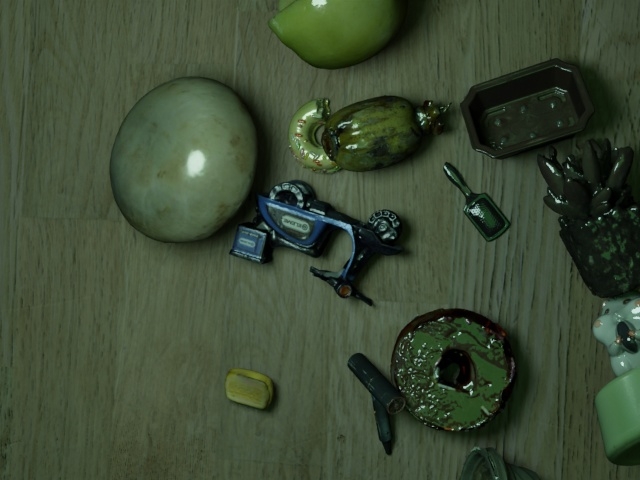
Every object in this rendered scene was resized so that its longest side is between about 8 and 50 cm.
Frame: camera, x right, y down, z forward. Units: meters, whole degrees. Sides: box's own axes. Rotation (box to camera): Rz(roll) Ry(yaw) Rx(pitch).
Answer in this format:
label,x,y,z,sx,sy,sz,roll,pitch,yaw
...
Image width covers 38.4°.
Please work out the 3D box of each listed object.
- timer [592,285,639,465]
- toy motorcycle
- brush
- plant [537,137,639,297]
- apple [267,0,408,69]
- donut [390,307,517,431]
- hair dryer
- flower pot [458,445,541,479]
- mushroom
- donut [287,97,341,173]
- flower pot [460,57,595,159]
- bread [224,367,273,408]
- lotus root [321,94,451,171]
label,x,y,z,sx,sy,sz,roll,pitch,yaw
timer,0.642,0.240,1.788,0.290,0.291,0.315,-21,62,10
toy motorcycle,0.000,0.000,1.965,0.358,0.125,0.213,18,100,12
brush,0.321,-0.087,1.952,0.063,0.016,0.193,-39,83,7
plant,0.559,-0.055,1.835,0.181,0.194,0.321,-18,90,-3
apple,0.046,-0.480,1.895,0.257,0.295,0.233,-38,120,25
donut,0.275,0.266,1.912,0.269,0.103,0.270,0,91,10
hair dryer,0.120,0.358,1.958,0.050,0.173,0.195,-17,125,-20
flower pot,0.371,0.535,1.850,0.140,0.235,0.236,6,90,-13
mushroom,-0.271,-0.163,1.963,0.362,0.294,0.363,-12,70,36
donut,-0.022,-0.222,1.995,0.108,0.065,0.166,-13,86,11
flower pot,0.424,-0.254,1.887,0.250,0.084,0.179,-17,65,11
bread,-0.152,0.319,2.014,0.115,0.056,0.082,9,109,23
lotus root,0.139,-0.231,1.927,0.278,0.154,0.154,-18,85,-7
